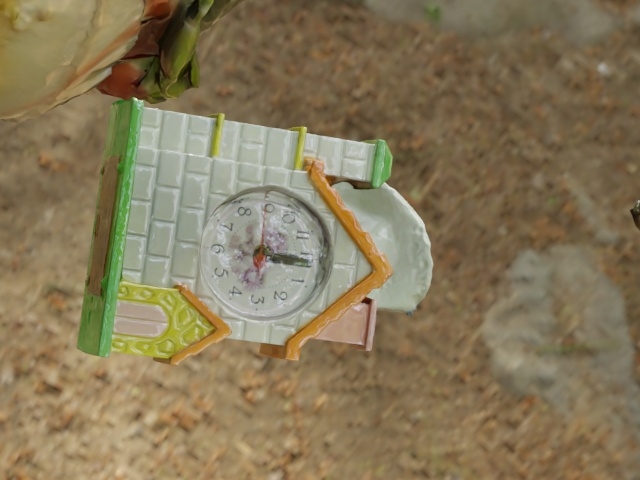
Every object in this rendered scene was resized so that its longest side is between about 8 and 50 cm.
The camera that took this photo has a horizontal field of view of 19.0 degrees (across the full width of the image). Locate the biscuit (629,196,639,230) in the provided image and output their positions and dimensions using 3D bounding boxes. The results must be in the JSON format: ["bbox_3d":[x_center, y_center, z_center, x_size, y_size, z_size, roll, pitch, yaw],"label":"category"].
[{"bbox_3d":[0.197,-0.008,0.847,0.026,0.131,0.236,21,50,-40],"label":"biscuit"}]

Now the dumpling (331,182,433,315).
[{"bbox_3d":[-0.004,0.000,1.896,0.126,0.216,0.166,1,93,-36],"label":"dumpling"}]

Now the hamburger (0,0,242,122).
[{"bbox_3d":[-0.106,-0.183,0.593,0.170,0.302,0.302,-24,70,-26],"label":"hamburger"}]

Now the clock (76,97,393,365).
[{"bbox_3d":[-0.066,0.004,1.651,0.255,0.106,0.219,8,88,-16],"label":"clock"}]

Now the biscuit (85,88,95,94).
[{"bbox_3d":[-0.320,-0.201,1.914,0.205,0.040,0.309,24,5,10],"label":"biscuit"}]
